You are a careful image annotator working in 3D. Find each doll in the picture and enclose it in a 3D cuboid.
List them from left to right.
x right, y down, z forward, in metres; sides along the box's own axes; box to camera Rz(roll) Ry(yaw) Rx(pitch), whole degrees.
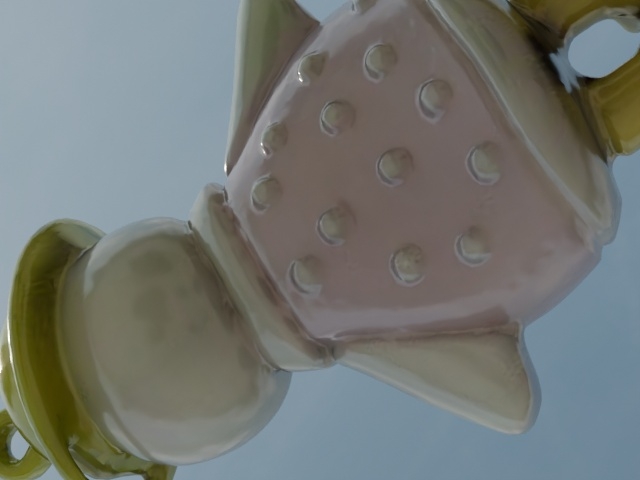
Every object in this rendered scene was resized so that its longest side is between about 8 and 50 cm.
[{"bbox_3d":[0.000,0.000,0.349,0.207,0.081,0.129,-34,-110,12],"label":"doll"}]
